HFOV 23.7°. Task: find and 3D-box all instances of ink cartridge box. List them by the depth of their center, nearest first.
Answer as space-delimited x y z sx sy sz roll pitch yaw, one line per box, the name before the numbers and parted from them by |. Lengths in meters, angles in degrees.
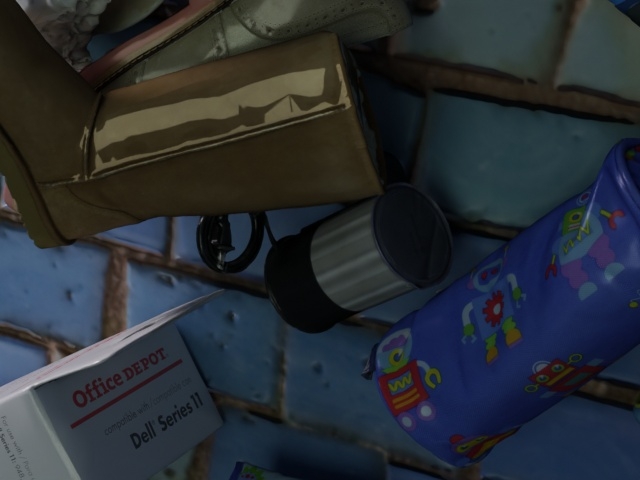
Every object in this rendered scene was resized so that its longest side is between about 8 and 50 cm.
ink cartridge box | -0.233 0.174 1.319 0.353 0.207 0.119 -25 92 32

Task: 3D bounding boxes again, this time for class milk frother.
milk frother | 0.000 0.000 1.169 0.135 0.143 0.129 -27 80 45

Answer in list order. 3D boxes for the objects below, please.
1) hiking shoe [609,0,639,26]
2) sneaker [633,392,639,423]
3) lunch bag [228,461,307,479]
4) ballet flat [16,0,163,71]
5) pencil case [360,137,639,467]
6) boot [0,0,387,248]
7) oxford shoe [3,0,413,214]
hiking shoe | 0.274 -0.256 0.971 0.132 0.113 0.304 33 118 14
sneaker | 0.357 0.113 1.043 0.319 0.127 0.208 -25 95 31
lunch bag | -0.013 0.269 1.305 0.129 0.096 0.151 10 140 25
ballet flat | -0.138 -0.250 1.126 0.409 0.147 0.147 -36 88 46
pencil case | 0.166 0.045 1.110 0.306 0.119 0.133 -43 45 37
boot | -0.110 -0.111 1.097 0.270 0.089 0.236 -11 127 14
oxford shoe | -0.101 -0.106 1.203 0.397 0.140 0.146 -37 92 32
